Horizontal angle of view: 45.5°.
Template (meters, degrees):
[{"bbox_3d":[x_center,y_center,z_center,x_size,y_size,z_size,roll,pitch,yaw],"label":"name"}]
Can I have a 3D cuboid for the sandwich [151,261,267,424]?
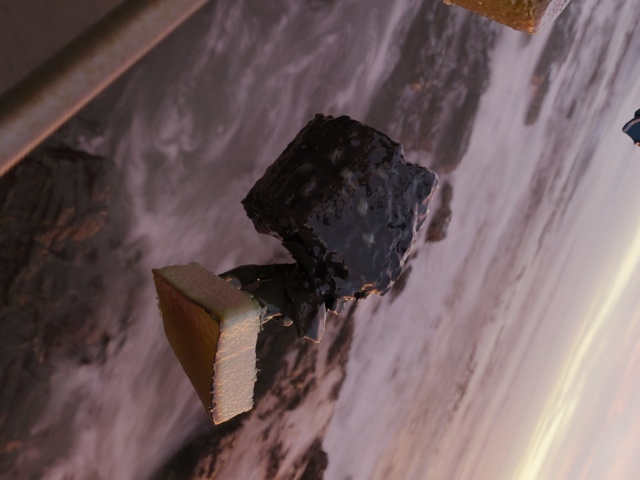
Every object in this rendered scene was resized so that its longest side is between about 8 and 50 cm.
[{"bbox_3d":[-0.122,0.077,0.785,0.058,0.162,0.193,-21,147,-25],"label":"sandwich"}]

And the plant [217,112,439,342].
[{"bbox_3d":[0.000,0.000,1.033,0.213,0.215,0.312,33,80,-27],"label":"plant"}]

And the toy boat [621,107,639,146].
[{"bbox_3d":[0.535,-0.197,1.101,0.223,0.097,0.100,-19,172,-17],"label":"toy boat"}]

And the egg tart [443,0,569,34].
[{"bbox_3d":[0.280,-0.397,1.071,0.215,0.170,0.215,-48,166,-16],"label":"egg tart"}]
